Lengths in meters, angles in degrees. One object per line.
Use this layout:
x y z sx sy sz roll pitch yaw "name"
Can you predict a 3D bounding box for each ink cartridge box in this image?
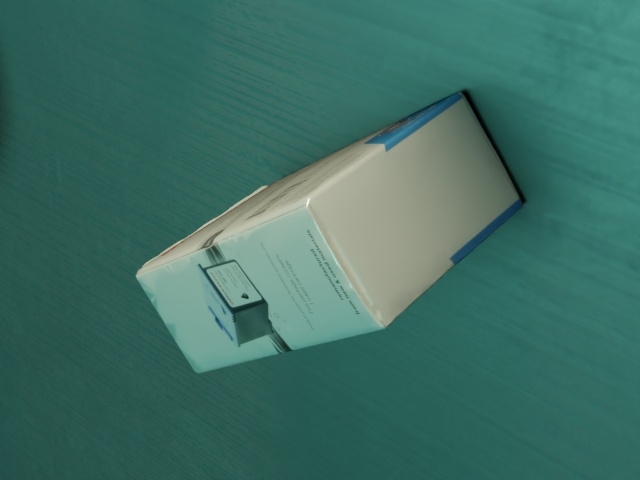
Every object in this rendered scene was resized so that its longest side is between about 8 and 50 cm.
0.000 0.000 0.625 0.191 0.139 0.082 -23 101 52 "ink cartridge box"
